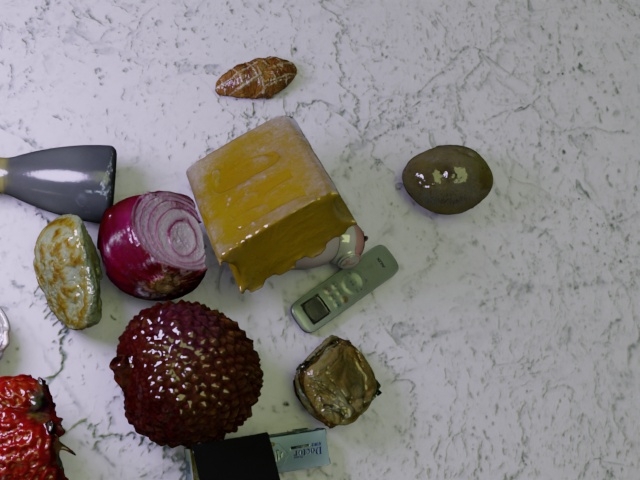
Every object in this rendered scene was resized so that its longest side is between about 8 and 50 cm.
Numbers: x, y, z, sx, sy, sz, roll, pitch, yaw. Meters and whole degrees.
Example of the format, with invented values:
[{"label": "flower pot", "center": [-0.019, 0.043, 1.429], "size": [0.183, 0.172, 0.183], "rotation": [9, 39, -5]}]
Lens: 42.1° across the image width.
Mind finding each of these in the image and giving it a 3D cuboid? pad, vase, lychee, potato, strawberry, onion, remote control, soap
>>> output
[{"label": "pad", "center": [-0.160, 0.478, 1.680], "size": [0.243, 0.004, 0.163], "rotation": [9, 60, -55]}, {"label": "vase", "center": [-0.607, -0.135, 1.788], "size": [0.322, 0.173, 0.173], "rotation": [5, 71, -13]}, {"label": "lychee", "center": [-0.274, 0.271, 1.706], "size": [0.331, 0.306, 0.305], "rotation": [4, 72, -33]}, {"label": "potato", "center": [0.326, -0.158, 2.145], "size": [0.235, 0.160, 0.177], "rotation": [8, 45, -3]}, {"label": "strawberry", "center": [-0.609, 0.392, 1.570], "size": [0.258, 0.261, 0.260], "rotation": [-7, 76, -27]}, {"label": "onion", "center": [-0.373, 0.024, 1.779], "size": [0.206, 0.207, 0.216], "rotation": [13, 46, -31]}, {"label": "remote control", "center": [0.059, 0.116, 2.017], "size": [0.310, 0.038, 0.090], "rotation": [-32, 86, -25]}, {"label": "soap", "center": [-0.116, -0.090, 1.832], "size": [0.294, 0.156, 0.335], "rotation": [-30, 45, 4]}]

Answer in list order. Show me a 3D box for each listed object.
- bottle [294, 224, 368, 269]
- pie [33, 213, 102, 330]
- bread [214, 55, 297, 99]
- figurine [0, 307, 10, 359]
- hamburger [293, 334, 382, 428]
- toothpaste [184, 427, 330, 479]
[{"label": "bottle", "center": [0.000, 0.000, 1.980], "size": [0.237, 0.147, 0.147], "rotation": [4, 72, -27]}, {"label": "pie", "center": [-0.522, 0.068, 1.746], "size": [0.090, 0.201, 0.247], "rotation": [-8, 82, -48]}, {"label": "bread", "center": [-0.152, -0.409, 2.087], "size": [0.233, 0.076, 0.104], "rotation": [-19, 79, -23]}, {"label": "figurine", "center": [-0.714, 0.209, 1.643], "size": [0.163, 0.141, 0.236], "rotation": [28, 65, 1]}, {"label": "hamburger", "center": [0.031, 0.327, 1.907], "size": [0.183, 0.130, 0.206], "rotation": [54, 45, 0]}, {"label": "toothpaste", "center": [-0.136, 0.472, 1.817], "size": [0.313, 0.071, 0.089], "rotation": [-4, 79, -22]}]
